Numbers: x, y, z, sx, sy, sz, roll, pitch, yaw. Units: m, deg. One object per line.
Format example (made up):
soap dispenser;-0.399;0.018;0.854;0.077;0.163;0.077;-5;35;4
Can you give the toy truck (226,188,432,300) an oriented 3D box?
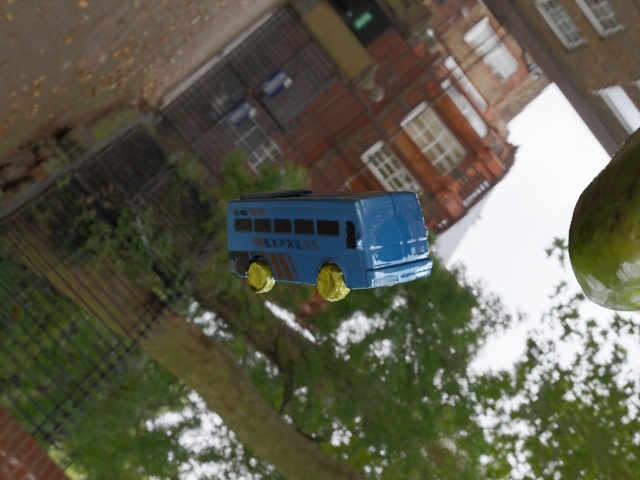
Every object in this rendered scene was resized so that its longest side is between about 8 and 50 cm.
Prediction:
toy truck;0.000;0.000;1.364;0.161;0.162;0.384;-10;-171;-38

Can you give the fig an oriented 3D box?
fig;0.437;-0.064;1.125;0.233;0.314;0.233;-7;175;-1
